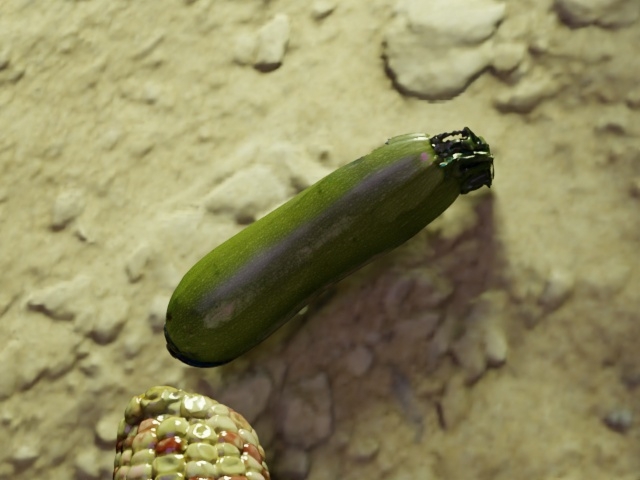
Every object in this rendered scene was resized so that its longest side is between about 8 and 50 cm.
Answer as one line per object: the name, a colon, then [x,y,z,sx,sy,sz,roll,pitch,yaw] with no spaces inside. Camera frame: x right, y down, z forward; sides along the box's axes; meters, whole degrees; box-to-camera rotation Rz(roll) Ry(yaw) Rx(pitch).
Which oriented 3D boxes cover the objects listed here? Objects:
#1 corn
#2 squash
corn: [-0.046,0.176,0.782,0.086,0.086,0.253,-22,56,20]
squash: [0.000,0.000,0.861,0.183,0.052,0.052,-34,54,13]
